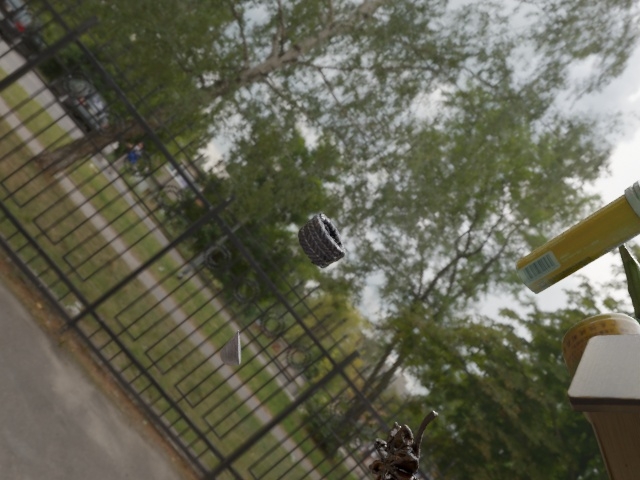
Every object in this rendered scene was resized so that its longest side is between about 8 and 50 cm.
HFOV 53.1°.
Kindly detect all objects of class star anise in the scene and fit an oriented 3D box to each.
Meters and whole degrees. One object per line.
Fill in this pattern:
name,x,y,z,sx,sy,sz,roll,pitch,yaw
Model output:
star anise,0.154,0.425,1.209,0.073,0.177,0.234,17,-27,-9

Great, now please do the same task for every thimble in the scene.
thimble,-0.001,-0.002,1.296,0.095,0.066,0.104,40,22,-48

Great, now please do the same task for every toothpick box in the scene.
toothpick box,0.554,0.328,1.049,0.188,0.190,0.308,-10,-69,37

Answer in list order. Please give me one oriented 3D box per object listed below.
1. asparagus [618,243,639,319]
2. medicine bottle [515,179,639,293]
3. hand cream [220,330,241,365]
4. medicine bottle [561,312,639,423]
asparagus,0.629,0.070,1.276,0.045,0.041,0.178,91,-7,-71
medicine bottle,0.399,0.000,0.956,0.074,0.218,0.073,32,37,-28
hand cream,-0.217,0.281,1.607,0.142,0.053,0.084,137,-49,-61
medicine bottle,0.787,0.397,1.665,0.224,0.225,0.384,56,22,-38
